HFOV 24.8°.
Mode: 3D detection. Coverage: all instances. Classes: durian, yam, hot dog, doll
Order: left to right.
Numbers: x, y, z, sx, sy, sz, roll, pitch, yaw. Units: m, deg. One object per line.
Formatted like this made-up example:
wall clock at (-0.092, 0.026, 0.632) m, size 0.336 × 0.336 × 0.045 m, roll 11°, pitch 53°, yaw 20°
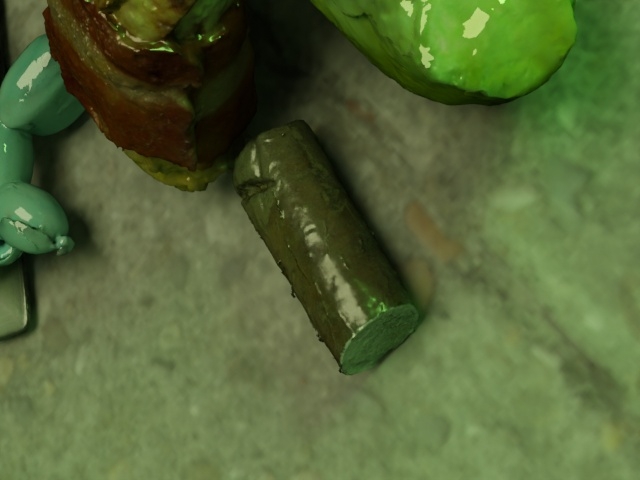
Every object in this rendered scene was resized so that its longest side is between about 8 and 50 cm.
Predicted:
doll at (-0.195, -0.052, 0.855) m, size 0.159 × 0.059 × 0.158 m, roll 23°, pitch 86°, yaw 24°
hot dog at (-0.089, -0.118, 0.731) m, size 0.103 × 0.213 × 0.146 m, roll -13°, pitch 52°, yaw -6°
yam at (0.000, 0.000, 0.733) m, size 0.054 × 0.054 × 0.132 m, roll -40°, pitch 63°, yaw 21°
durian at (0.037, -0.140, 0.682) m, size 0.101 × 0.139 × 0.250 m, roll -46°, pitch 43°, yaw 12°

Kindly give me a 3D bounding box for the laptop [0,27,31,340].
laptop at (-0.267, -0.047, 0.939) m, size 0.187 × 0.015 × 0.269 m, roll -19°, pitch 71°, yaw 29°
